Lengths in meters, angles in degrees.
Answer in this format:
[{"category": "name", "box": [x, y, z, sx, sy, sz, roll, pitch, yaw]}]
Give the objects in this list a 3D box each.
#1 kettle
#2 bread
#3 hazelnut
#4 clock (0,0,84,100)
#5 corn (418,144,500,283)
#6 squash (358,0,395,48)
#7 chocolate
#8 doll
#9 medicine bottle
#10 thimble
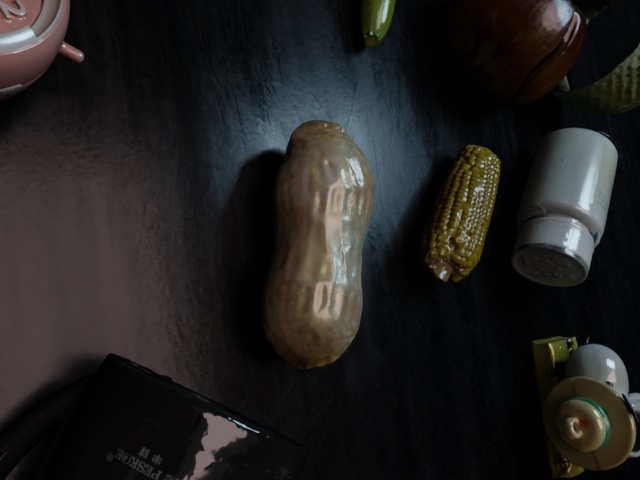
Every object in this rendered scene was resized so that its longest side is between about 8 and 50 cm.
[{"category": "kettle", "box": [-0.190, 0.259, 0.480, 0.268, 0.207, 0.291, 25, 73, 5]}, {"category": "bread", "box": [0.413, 0.280, 0.939, 0.088, 0.049, 0.226, -2, 82, -34]}, {"category": "hazelnut", "box": [0.321, -0.348, 0.940, 0.218, 0.218, 0.234, -36, 81, -33]}, {"category": "clock", "box": [-0.351, -0.229, 0.499, 0.241, 0.142, 0.227, -37, 102, -43]}, {"category": "corn", "box": [0.218, -0.044, 0.854, 0.097, 0.097, 0.262, 38, 58, -21]}, {"category": "squash", "box": [0.087, -0.395, 0.860, 0.066, 0.066, 0.201, 15, 75, -30]}, {"category": "chocolate", "box": [0.000, 0.000, 0.676, 0.134, 0.134, 0.310, 12, 73, -31]}, {"category": "doll", "box": [0.480, 0.291, 0.866, 0.271, 0.144, 0.208, 45, 51, -14]}, {"category": "medicine bottle", "box": [0.423, -0.059, 0.961, 0.143, 0.143, 0.258, 36, 61, -22]}, {"category": "thimble", "box": [0.525, -0.377, 1.022, 0.149, 0.270, 0.271, 15, 72, -33]}]
